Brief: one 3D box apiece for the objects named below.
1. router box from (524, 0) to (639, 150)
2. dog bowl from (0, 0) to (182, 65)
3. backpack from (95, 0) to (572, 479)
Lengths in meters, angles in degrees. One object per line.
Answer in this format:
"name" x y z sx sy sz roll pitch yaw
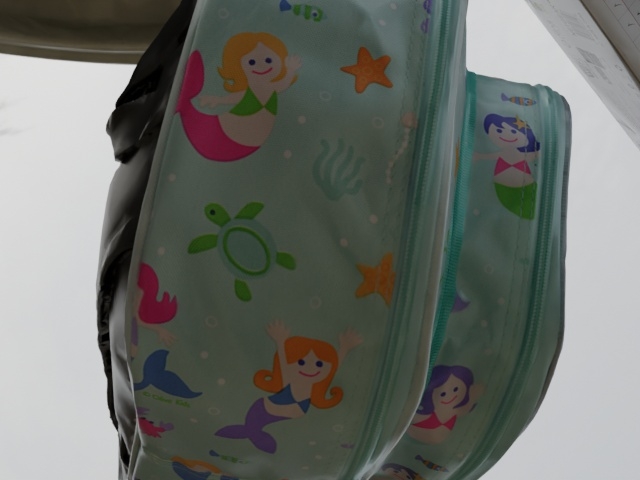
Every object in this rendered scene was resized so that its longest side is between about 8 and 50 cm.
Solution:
"router box" 0.292 -0.226 0.723 0.301 0.335 0.082 -49 -142 1
"dog bowl" -0.180 -0.231 0.694 0.407 0.408 0.151 2 -94 37
"backpack" 0.000 0.000 0.439 0.191 0.225 0.253 9 -29 3
